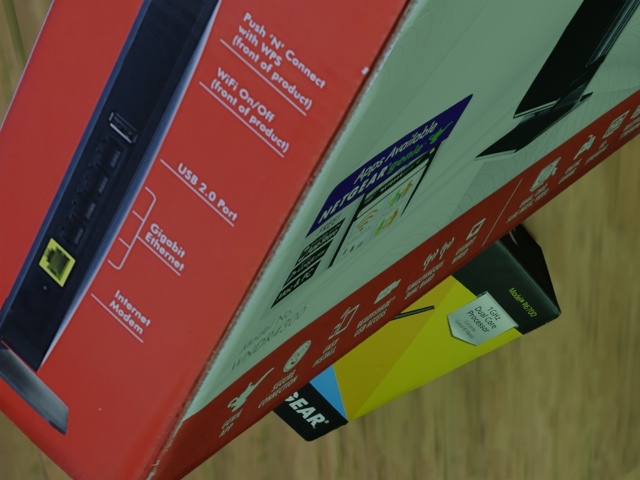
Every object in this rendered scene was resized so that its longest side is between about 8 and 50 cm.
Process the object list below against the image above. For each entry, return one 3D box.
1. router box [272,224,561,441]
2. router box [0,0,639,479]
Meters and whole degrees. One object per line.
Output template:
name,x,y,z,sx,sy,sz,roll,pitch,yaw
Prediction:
router box,0.000,0.000,0.833,0.133,0.046,0.179,-29,134,17
router box,0.068,-0.111,0.556,0.335,0.082,0.301,-33,160,-48
